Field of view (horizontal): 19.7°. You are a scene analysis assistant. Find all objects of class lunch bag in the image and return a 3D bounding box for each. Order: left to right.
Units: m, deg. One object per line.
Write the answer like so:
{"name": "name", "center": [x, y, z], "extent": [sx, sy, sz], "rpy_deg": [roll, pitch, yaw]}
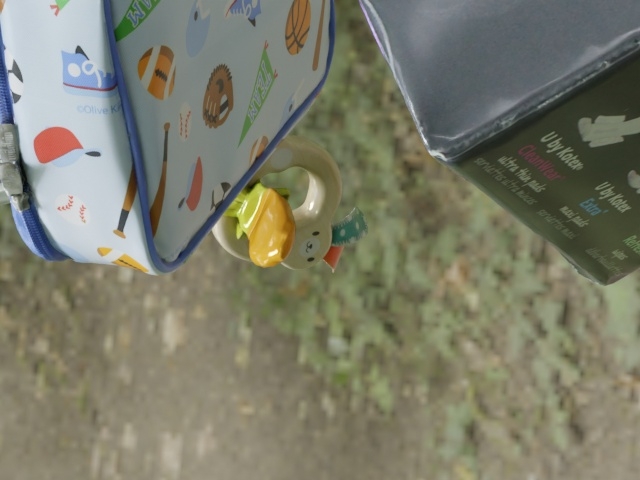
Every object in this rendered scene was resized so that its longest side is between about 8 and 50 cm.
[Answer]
{"name": "lunch bag", "center": [-0.092, -0.124, 1.094], "extent": [0.303, 0.115, 0.243], "rpy_deg": [-52, -36, -50]}

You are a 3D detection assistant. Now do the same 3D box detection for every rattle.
{"name": "rattle", "center": [0.000, 0.000, 1.623], "extent": [0.142, 0.200, 0.130], "rpy_deg": [27, 74, 45]}

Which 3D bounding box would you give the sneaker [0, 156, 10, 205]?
{"name": "sneaker", "center": [-0.245, -0.089, 1.404], "extent": [0.112, 0.296, 0.131], "rpy_deg": [-83, -9, -51]}

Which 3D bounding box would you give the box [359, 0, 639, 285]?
{"name": "box", "center": [0.140, -0.132, 0.518], "extent": [0.143, 0.270, 0.165], "rpy_deg": [30, -147, -60]}
